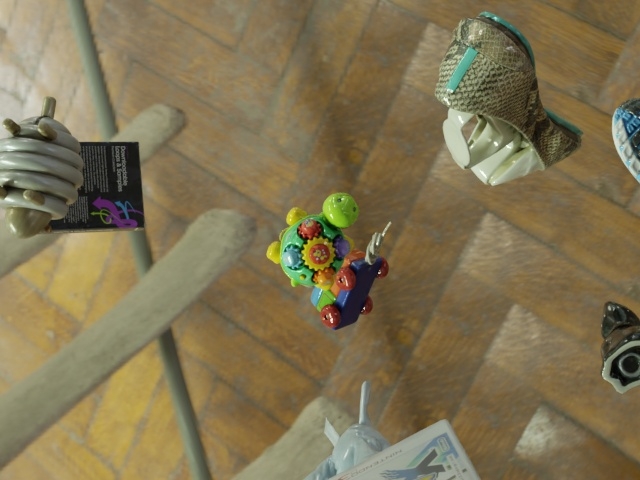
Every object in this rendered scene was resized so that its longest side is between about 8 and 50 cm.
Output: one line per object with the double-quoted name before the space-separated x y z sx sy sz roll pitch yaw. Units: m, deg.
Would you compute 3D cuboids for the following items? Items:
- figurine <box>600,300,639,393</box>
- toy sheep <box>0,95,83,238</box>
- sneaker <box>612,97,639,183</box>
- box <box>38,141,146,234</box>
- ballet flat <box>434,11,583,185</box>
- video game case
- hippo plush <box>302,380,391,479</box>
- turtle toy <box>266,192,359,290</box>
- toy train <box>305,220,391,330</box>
"figurine" 0.499 0.194 1.547 0.215 0.209 0.092 45 108 -5
"toy sheep" -0.251 -0.065 0.926 0.091 0.091 0.132 7 78 28
"sneaker" 0.349 -0.054 1.039 0.071 0.083 0.191 -33 83 -1
"box" -0.308 -0.067 1.335 0.029 0.162 0.116 149 117 -68
"ballet flat" 0.270 -0.180 1.587 0.164 0.483 0.182 36 94 26
"video game case" 0.067 0.365 1.326 0.299 0.329 0.036 -28 104 1
"hippo plush" 0.101 0.457 1.819 0.236 0.294 0.234 40 105 -20
"turtle toy" 0.000 0.000 1.273 0.095 0.066 0.130 30 89 -14
"toy train" 0.040 0.023 1.831 0.143 0.105 0.248 42 130 29
